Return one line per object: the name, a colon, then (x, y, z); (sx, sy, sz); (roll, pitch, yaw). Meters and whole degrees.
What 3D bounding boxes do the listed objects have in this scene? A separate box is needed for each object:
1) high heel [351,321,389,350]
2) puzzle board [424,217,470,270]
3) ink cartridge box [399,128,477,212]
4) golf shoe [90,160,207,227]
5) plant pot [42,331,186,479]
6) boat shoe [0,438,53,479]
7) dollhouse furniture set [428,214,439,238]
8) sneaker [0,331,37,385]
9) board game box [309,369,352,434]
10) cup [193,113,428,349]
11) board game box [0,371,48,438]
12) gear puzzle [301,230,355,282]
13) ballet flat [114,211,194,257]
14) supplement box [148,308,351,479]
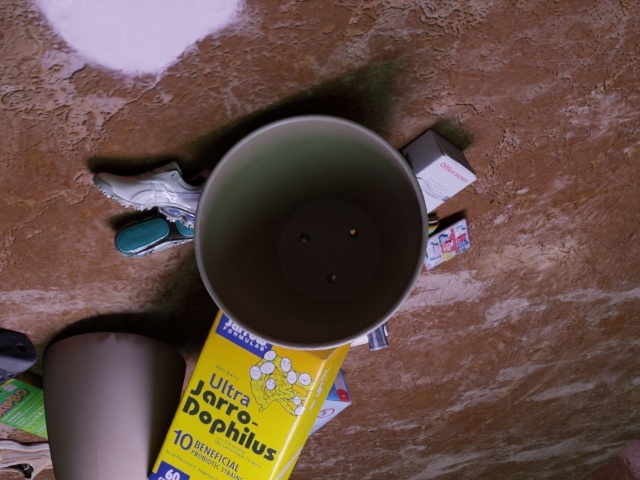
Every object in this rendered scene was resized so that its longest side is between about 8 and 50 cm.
high heel: (0.068, 0.105, 1.851); (0.093, 0.186, 0.261); (-14, -179, -11)
puzzle board: (0.232, 0.010, 1.809); (0.096, 0.011, 0.128); (-30, 153, -1)
ink cartridge box: (0.161, -0.099, 1.591); (0.150, 0.063, 0.109); (-37, 144, 22)
golf shoe: (-0.244, -0.083, 1.419); (0.176, 0.069, 0.086); (17, 103, -37)
plant pot: (-0.366, 0.338, 1.699); (0.256, 0.274, 0.256); (-2, 147, -1)
boat shoe: (-0.589, 0.452, 1.981); (0.190, 0.072, 0.068); (15, 133, -42)
dollhouse furniture set: (0.145, 0.005, 1.738); (0.152, 0.058, 0.076); (-7, 145, -19)
sneaker: (-0.589, 0.196, 1.597); (0.130, 0.087, 0.227); (-40, 148, 17)
board game box: (-0.145, 0.372, 2.090); (0.302, 0.086, 0.308); (15, 133, -42)
cup: (0.000, 0.000, 1.469); (0.331, 0.331, 0.237); (-23, 170, 5)
board game box: (-0.538, 0.311, 1.840); (0.124, 0.039, 0.259); (-30, 149, 13)
gear puzzle: (0.022, 0.059, 1.702); (0.339, 0.175, 0.044); (-51, -179, 39)
ballet flat: (-0.225, -0.021, 1.513); (0.188, 0.070, 0.070); (-15, 147, -5)
supplement box: (-0.111, 0.273, 1.641); (0.356, 0.194, 0.195); (-67, 169, 18)
